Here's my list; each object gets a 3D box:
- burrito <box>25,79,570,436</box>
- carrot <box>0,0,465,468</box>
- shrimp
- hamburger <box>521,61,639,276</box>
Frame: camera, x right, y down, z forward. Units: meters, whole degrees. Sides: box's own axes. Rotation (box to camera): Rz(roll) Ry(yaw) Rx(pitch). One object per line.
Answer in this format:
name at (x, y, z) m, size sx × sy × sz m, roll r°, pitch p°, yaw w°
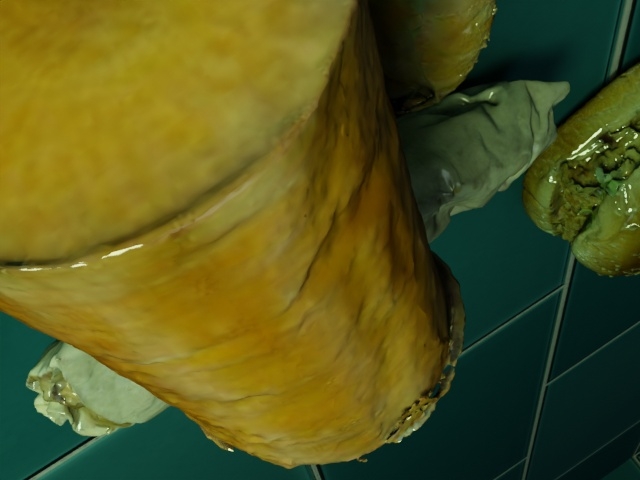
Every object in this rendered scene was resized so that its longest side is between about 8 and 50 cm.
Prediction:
burrito at (0.000, 0.000, 0.685) m, size 0.392 × 0.076 × 0.117 m, roll -31°, pitch 169°, yaw -30°
carrot at (-0.048, -0.017, 0.470) m, size 0.196 × 0.196 × 0.254 m, roll -34°, pitch 147°, yaw -5°
shrimp at (0.022, -0.152, 0.471) m, size 0.117 × 0.066 × 0.262 m, roll 7°, pitch 136°, yaw 8°
hamburger at (0.269, -0.051, 0.928) m, size 0.189 × 0.122 × 0.215 m, roll -37°, pitch 158°, yaw -9°
